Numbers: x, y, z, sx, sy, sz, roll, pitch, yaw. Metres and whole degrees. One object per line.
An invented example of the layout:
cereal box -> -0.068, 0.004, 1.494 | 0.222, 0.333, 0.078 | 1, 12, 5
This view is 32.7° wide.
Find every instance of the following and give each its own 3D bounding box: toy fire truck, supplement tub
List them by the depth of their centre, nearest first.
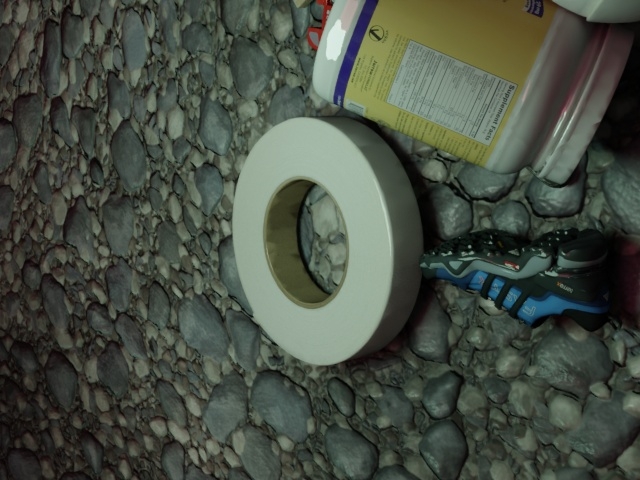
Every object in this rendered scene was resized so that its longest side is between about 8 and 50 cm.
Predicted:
supplement tub -> 0.182, -0.225, 1.324 | 0.331, 0.241, 0.241 | 23, 117, 4
toy fire truck -> -0.004, -0.387, 1.680 | 0.135, 0.047, 0.192 | 21, 112, 40

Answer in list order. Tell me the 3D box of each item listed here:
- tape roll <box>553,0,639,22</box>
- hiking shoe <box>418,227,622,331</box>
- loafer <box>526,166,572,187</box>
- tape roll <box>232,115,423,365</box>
tape roll -> 0.338, -0.384, 1.182 | 0.246, 0.246, 0.169 | 65, 164, 14
hiking shoe -> 0.253, 0.060, 1.472 | 0.304, 0.113, 0.132 | 1, 110, 51
loafer -> 0.268, -0.135, 1.455 | 0.170, 0.061, 0.062 | 53, 128, 23
tape roll -> 0.000, 0.000, 1.705 | 0.392, 0.072, 0.392 | 10, 104, 48
